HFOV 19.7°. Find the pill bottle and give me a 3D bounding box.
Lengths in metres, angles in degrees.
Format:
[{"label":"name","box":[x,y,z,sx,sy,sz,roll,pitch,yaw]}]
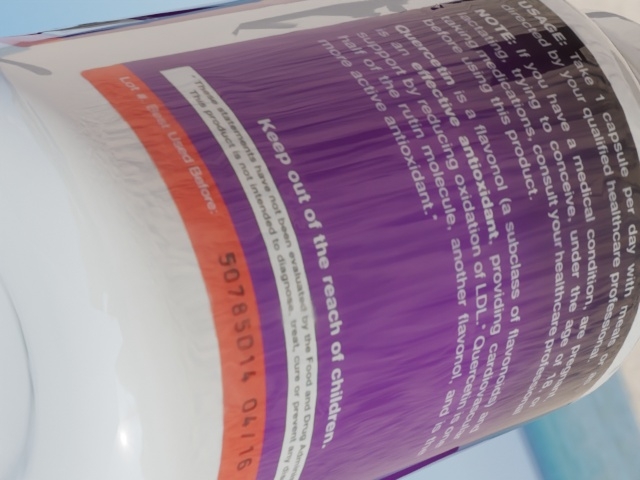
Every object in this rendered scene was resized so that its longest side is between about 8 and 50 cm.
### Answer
[{"label":"pill bottle","box":[0.000,0.000,0.658,0.181,0.323,0.181,17,114,43]}]
